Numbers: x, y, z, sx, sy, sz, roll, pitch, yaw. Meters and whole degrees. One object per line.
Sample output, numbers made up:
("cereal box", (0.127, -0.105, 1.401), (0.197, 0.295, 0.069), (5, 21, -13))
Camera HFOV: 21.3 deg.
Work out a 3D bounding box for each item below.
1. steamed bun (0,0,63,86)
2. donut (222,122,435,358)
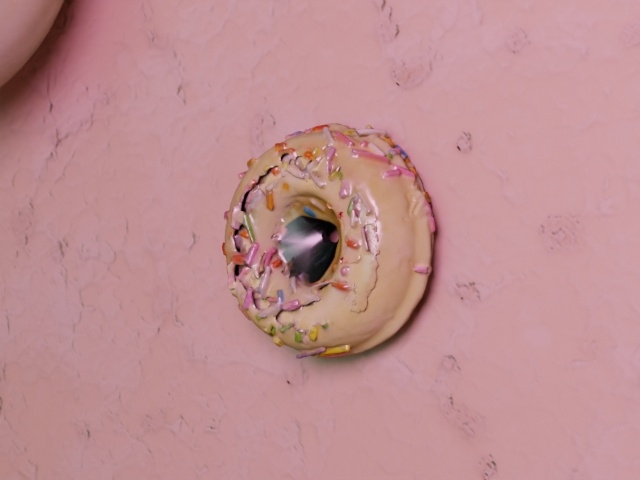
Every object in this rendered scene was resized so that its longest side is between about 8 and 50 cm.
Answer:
("steamed bun", (-0.327, -0.243, 1.339), (0.334, 0.233, 0.312), (29, 108, 41))
("donut", (0.000, 0.000, 1.199), (0.175, 0.068, 0.174), (0, 91, 35))
